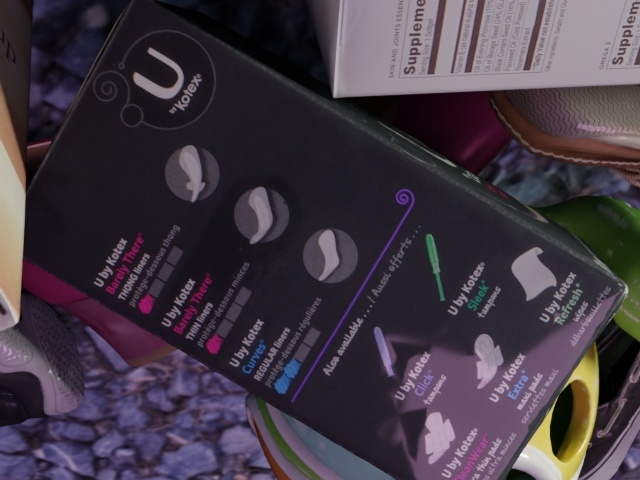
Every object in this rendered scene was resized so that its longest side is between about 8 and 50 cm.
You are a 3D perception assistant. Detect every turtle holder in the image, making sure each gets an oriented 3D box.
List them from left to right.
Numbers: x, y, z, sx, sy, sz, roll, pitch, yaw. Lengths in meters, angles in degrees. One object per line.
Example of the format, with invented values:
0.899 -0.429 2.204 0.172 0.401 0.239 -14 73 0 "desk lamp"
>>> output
0.106 0.099 0.829 0.320 0.227 0.243 -10 132 -3 "turtle holder"

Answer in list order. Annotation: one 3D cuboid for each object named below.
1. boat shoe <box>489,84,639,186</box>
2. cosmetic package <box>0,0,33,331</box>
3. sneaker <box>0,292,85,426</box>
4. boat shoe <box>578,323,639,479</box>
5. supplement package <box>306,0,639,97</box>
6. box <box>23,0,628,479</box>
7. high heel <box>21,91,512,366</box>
0.221 -0.078 0.718 0.324 0.123 0.116 -7 149 -37 "boat shoe"
-0.222 -0.090 0.540 0.129 0.296 0.153 -20 134 5 "cosmetic package"
-0.291 0.063 0.795 0.153 0.101 0.268 -28 134 10 "sneaker"
0.239 0.134 0.999 0.070 0.078 0.219 18 118 -27 "boat shoe"
0.124 -0.209 0.572 0.263 0.199 0.198 -4 133 -9 "supplement package"
0.000 0.000 0.618 0.270 0.165 0.143 31 99 -1 "box"
-0.041 -0.065 0.728 0.377 0.127 0.181 -34 122 12 "high heel"
